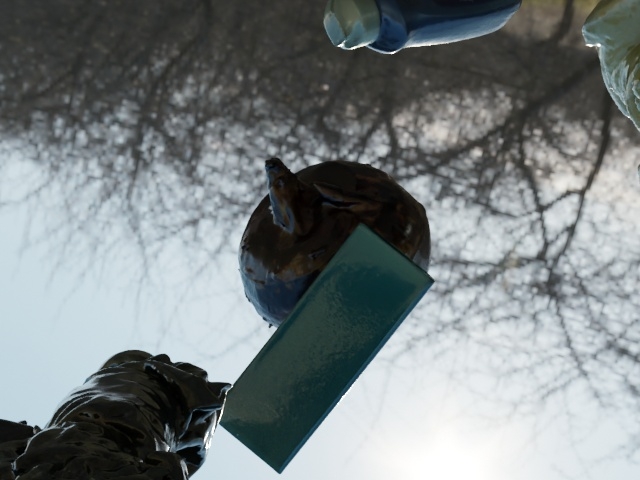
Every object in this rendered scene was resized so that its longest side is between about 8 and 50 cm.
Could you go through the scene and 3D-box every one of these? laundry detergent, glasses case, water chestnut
[{"bbox_3d":[0.121,-0.312,1.410,0.290,0.143,0.094,-22,168,-34],"label":"laundry detergent"},{"bbox_3d":[0.003,0.130,1.349,0.117,0.301,0.070,39,-176,6],"label":"glasses case"},{"bbox_3d":[0.000,0.000,1.570,0.300,0.300,0.300,13,-168,-3],"label":"water chestnut"}]

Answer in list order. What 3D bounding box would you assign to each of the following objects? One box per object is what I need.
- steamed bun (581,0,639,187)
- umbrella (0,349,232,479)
[{"bbox_3d":[0.469,-0.165,1.279,0.230,0.372,0.325,-13,163,-35],"label":"steamed bun"},{"bbox_3d":[-0.120,0.121,0.608,0.143,0.094,0.349,-1,-176,-4],"label":"umbrella"}]
